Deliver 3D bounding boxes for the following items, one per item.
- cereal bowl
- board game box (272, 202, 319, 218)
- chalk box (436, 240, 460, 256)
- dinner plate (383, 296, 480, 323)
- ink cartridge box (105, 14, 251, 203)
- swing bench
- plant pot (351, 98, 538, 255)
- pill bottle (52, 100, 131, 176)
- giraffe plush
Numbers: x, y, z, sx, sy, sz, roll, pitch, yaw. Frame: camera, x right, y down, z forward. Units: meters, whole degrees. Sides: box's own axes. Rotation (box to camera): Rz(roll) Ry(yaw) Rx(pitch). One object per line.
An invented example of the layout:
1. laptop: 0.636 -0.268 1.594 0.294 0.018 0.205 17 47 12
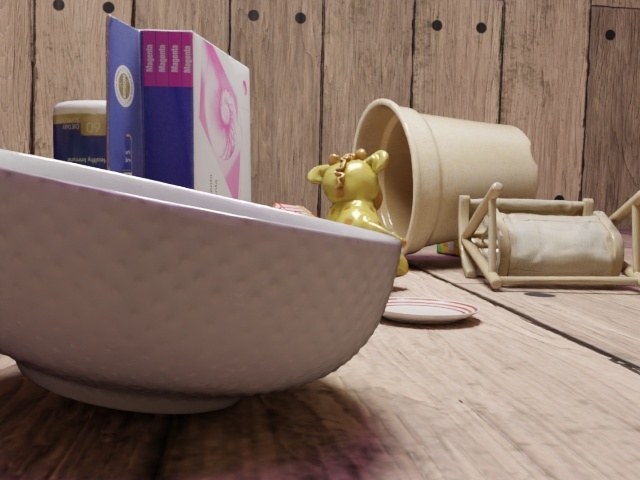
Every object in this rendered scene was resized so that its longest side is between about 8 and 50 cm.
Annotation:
1. cereal bowl: -0.117 0.030 0.521 0.339 0.141 0.339 11 4 -1
2. board game box: -0.013 -0.008 1.371 0.147 0.045 0.193 37 9 9
3. chalk box: 0.368 -0.070 1.750 0.132 0.213 0.132 0 4 -25
4. dinner plate: 0.121 0.085 0.881 0.141 0.017 0.141 2 5 0
5. ink cartridge box: -0.155 -0.078 0.897 0.071 0.324 0.330 0 4 9
6. swing bench: 0.385 -0.004 1.253 0.253 0.165 0.254 1 -1 -1
7. plant pot: 0.262 -0.126 1.519 0.306 0.333 0.334 -4 6 -18
8. pill bottle: -0.306 -0.063 1.061 0.153 0.264 0.153 0 5 0
9. giraffe plush: 0.045 -0.043 1.115 0.181 0.170 0.210 0 -23 -1
